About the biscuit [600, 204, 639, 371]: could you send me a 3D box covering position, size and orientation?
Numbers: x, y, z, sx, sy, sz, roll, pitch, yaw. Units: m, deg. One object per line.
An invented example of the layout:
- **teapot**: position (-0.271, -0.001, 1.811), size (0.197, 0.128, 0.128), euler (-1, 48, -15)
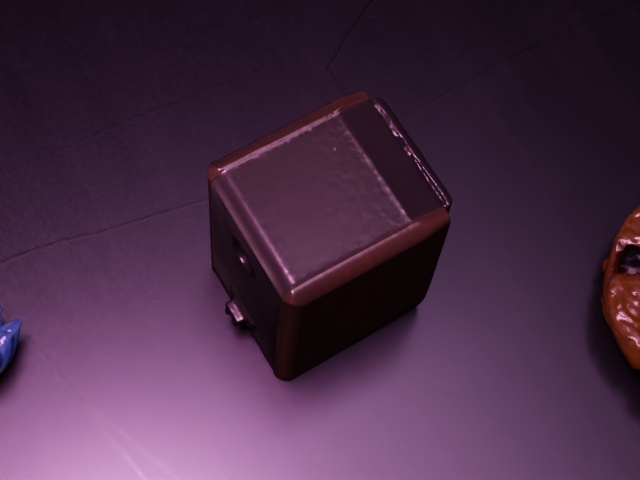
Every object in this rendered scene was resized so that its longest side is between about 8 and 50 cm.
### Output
- **biscuit**: position (0.418, 0.055, 1.314), size (0.296, 0.075, 0.296), euler (1, 63, -1)

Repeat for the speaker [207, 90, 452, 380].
- **speaker**: position (0.000, 0.000, 1.223), size (0.192, 0.231, 0.153), euler (-27, 72, -14)

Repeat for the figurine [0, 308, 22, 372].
- **figurine**: position (-0.326, 0.099, 1.242), size (0.114, 0.079, 0.114), euler (-20, 29, 12)
